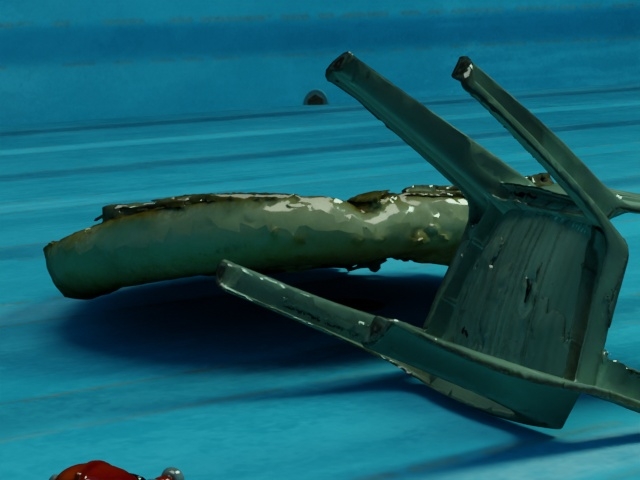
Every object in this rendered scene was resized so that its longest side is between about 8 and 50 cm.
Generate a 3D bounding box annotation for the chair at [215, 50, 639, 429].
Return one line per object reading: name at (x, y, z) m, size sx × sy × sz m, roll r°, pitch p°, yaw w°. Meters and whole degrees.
chair at (0.123, 0.007, 0.911) m, size 0.275 × 0.190 × 0.203 m, roll 27°, pitch -6°, yaw -31°

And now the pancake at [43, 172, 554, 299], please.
pancake at (0.000, -0.001, 1.165) m, size 0.382 × 0.071 × 0.382 m, roll -3°, pitch -1°, yaw 0°

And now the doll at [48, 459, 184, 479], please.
doll at (-0.097, 0.114, 0.700) m, size 0.057 × 0.039 × 0.114 m, roll 32°, pitch 7°, yaw 12°
